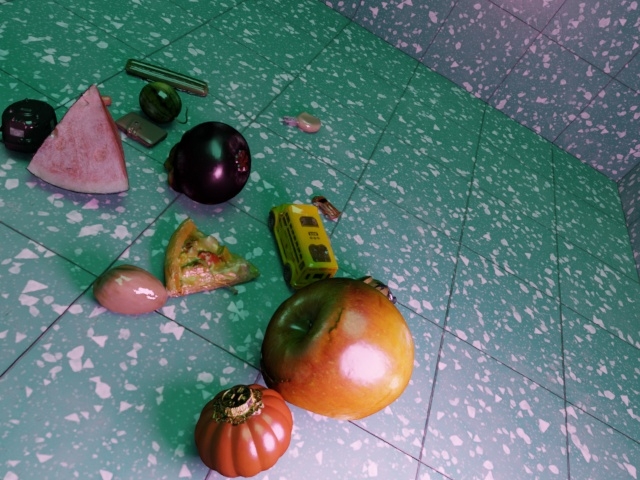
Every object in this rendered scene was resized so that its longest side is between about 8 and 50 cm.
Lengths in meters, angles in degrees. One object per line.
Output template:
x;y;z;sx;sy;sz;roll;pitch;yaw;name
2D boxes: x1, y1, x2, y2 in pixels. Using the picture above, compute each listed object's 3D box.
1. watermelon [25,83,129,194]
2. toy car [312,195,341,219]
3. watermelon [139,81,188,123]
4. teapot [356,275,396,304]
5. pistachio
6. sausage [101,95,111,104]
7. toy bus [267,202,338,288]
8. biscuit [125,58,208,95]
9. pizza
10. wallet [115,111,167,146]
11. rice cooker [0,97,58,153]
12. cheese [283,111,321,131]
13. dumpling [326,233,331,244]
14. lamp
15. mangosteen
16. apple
-0.644;-0.279;1.488;0.250;0.293;0.282;38;35;-27;watermelon
0.021;-0.127;1.890;0.059;0.035;0.122;-29;72;-40;toy car
-0.554;-0.475;1.794;0.187;0.141;0.141;46;43;-1;watermelon
0.131;0.218;1.560;0.270;0.173;0.182;-27;93;-33;teapot
-0.486;0.127;1.304;0.186;0.108;0.126;13;78;-26;pistachio
-0.768;-0.486;1.754;0.083;0.034;0.034;-12;59;-39;sausage
-0.059;-0.006;1.645;0.144;0.152;0.329;1;51;-29;toy bus
-0.600;-0.645;2.001;0.323;0.038;0.099;12;43;-21;biscuit
-0.312;0.056;1.493;0.288;0.075;0.279;10;48;-23;pizza
-0.620;-0.386;1.748;0.153;0.038;0.118;32;40;-3;wallet
-0.862;-0.339;1.496;0.142;0.118;0.202;9;38;-13;rice cooker
-0.080;-0.518;2.183;0.171;0.047;0.092;16;44;-17;cheese
0.000;-0.002;1.749;0.057;0.052;0.076;2;49;-36;dumpling
-0.172;0.427;1.145;0.224;0.196;0.223;-7;24;3;lamp
-0.377;-0.249;1.638;0.303;0.274;0.275;4;37;22;mangosteen
0.049;0.286;1.313;0.374;0.384;0.374;39;36;-36;apple
